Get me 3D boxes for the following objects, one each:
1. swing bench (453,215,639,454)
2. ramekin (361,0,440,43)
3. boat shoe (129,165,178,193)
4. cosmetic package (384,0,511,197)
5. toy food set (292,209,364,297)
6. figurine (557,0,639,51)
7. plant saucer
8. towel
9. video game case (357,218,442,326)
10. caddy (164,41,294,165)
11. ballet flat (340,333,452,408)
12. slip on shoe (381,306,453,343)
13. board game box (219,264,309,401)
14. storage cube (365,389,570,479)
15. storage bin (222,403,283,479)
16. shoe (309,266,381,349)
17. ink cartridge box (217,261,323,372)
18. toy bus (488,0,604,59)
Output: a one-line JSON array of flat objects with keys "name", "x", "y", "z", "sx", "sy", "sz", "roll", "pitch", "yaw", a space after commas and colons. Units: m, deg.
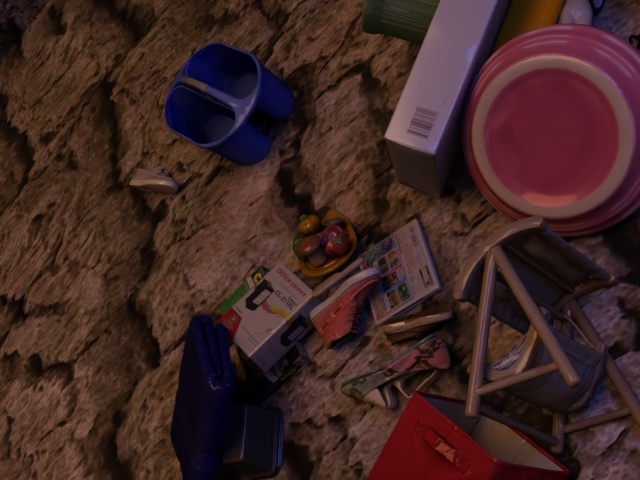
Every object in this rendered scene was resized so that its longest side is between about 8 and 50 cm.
[{"name": "swing bench", "x": 0.320, "y": 0.138, "z": 1.302, "sx": 0.165, "sy": 0.253, "sz": 0.255, "roll": -26, "pitch": 53, "yaw": 32}, {"name": "ramekin", "x": 0.198, "y": -0.509, "z": 1.709, "sx": 0.148, "sy": 0.303, "sz": 0.303, "roll": 21, "pitch": 82, "yaw": 7}, {"name": "boat shoe", "x": -0.408, "y": -0.154, "z": 2.292, "sx": 0.184, "sy": 0.066, "sz": 0.063, "roll": 3, "pitch": 72, "yaw": 54}, {"name": "cosmetic package", "x": 0.231, "y": -0.289, "z": 1.594, "sx": 0.097, "sy": 0.284, "sz": 0.377, "roll": 21, "pitch": 82, "yaw": 15}, {"name": "toy food set", "x": 0.000, "y": 0.000, "z": 1.770, "sx": 0.128, "sy": 0.071, "sz": 0.218, "roll": -33, "pitch": 30, "yaw": 6}, {"name": "figurine", "x": 0.471, "y": -0.369, "z": 1.478, "sx": 0.214, "sy": 0.092, "sz": 0.210, "roll": 7, "pitch": 77, "yaw": 11}, {"name": "plant saucer", "x": 0.365, "y": -0.163, "z": 1.419, "sx": 0.332, "sy": 0.084, "sz": 0.332, "roll": 9, "pitch": 108, "yaw": 29}, {"name": "towel", "x": -0.217, "y": 0.320, "z": 1.741, "sx": 0.228, "sy": 0.076, "sz": 0.308, "roll": -119, "pitch": 36, "yaw": -52}, {"name": "video game case", "x": 0.142, "y": 0.058, "z": 1.686, "sx": 0.143, "sy": 0.019, "sz": 0.157, "roll": -35, "pitch": 50, "yaw": 26}, {"name": "caddy", "x": -0.226, "y": -0.320, "z": 2.116, "sx": 0.341, "sy": 0.179, "sz": 0.241, "roll": 30, "pitch": 90, "yaw": 47}, {"name": "ballet flat", "x": 0.129, "y": 0.238, "z": 1.572, "sx": 0.221, "sy": 0.077, "sz": 0.079, "roll": -32, "pitch": 69, "yaw": 27}, {"name": "slip on shoe", "x": 0.171, "y": 0.149, "z": 1.597, "sx": 0.135, "sy": 0.051, "sz": 0.041, "roll": -17, "pitch": 97, "yaw": 27}, {"name": "board game box", "x": -0.118, "y": 0.184, "z": 1.858, "sx": 0.136, "sy": 0.030, "sz": 0.260, "roll": -45, "pitch": 45, "yaw": 19}, {"name": "storage cube", "x": 0.206, "y": 0.356, "z": 1.333, "sx": 0.183, "sy": 0.215, "sz": 0.193, "roll": 36, "pitch": 102, "yaw": 46}, {"name": "storage bin", "x": -0.136, "y": 0.371, "z": 1.730, "sx": 0.098, "sy": 0.091, "sz": 0.135, "roll": -18, "pitch": 57, "yaw": 36}, {"name": "shoe", "x": 0.058, "y": 0.126, "z": 1.686, "sx": 0.178, "sy": 0.063, "sz": 0.081, "roll": -41, "pitch": 64, "yaw": 30}, {"name": "ink cartridge box", "x": -0.092, "y": 0.145, "z": 1.779, "sx": 0.175, "sy": 0.072, "sz": 0.127, "roll": -44, "pitch": 48, "yaw": -7}, {"name": "toy bus", "x": 0.377, "y": -0.338, "z": 1.590, "sx": 0.108, "sy": 0.130, "sz": 0.333, "roll": 14, "pitch": 79, "yaw": 46}]
